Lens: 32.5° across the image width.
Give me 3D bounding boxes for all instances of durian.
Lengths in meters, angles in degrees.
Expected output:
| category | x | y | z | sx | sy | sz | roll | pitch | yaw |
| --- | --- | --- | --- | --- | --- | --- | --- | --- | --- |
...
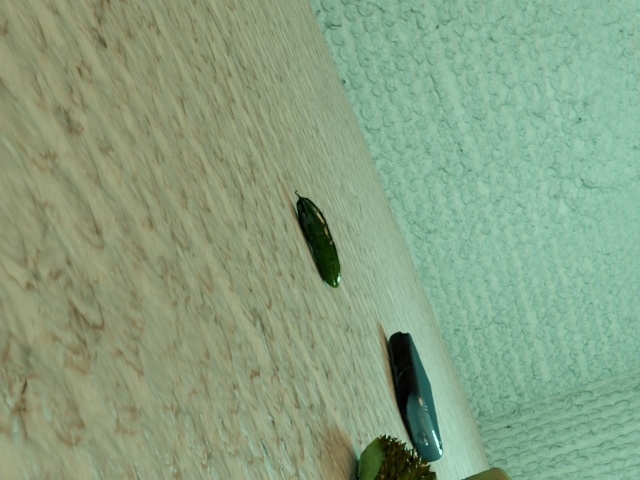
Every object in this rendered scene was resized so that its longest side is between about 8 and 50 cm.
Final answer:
| category | x | y | z | sx | sy | sz | roll | pitch | yaw |
| --- | --- | --- | --- | --- | --- | --- | --- | --- | --- |
| durian | 0.095 | 0.308 | 1.295 | 0.220 | 0.095 | 0.137 | -34 | 105 | -76 |

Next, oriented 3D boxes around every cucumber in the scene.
| category | x | y | z | sx | sy | sz | roll | pitch | yaw |
| --- | --- | --- | --- | --- | --- | --- | --- | --- | --- |
| cucumber | 0.000 | 0.000 | 1.584 | 0.039 | 0.039 | 0.168 | -92 | 163 | -66 |

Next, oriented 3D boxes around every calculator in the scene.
| category | x | y | z | sx | sy | sz | roll | pitch | yaw |
| --- | --- | --- | --- | --- | --- | --- | --- | --- | --- |
| calculator | 0.184 | 0.300 | 2.124 | 0.293 | 0.051 | 0.173 | -94 | 165 | -61 |

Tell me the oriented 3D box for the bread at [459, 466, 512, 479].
| category | x | y | z | sx | sy | sz | roll | pitch | yaw |
| --- | --- | --- | --- | --- | --- | --- | --- | --- | --- |
| bread | 0.365 | 0.643 | 2.188 | 0.187 | 0.155 | 0.338 | 70 | 6 | -48 |
